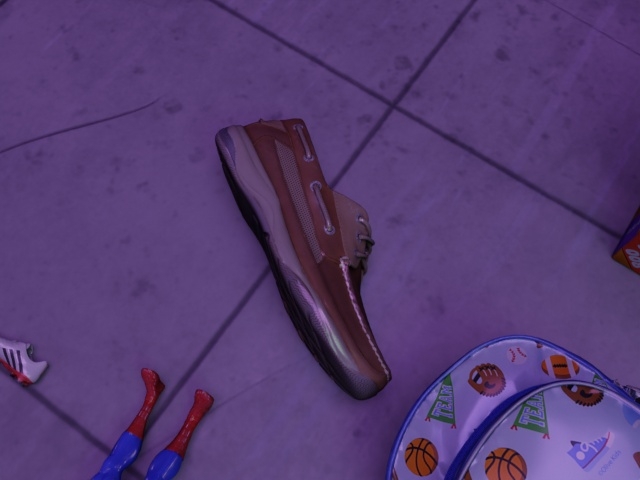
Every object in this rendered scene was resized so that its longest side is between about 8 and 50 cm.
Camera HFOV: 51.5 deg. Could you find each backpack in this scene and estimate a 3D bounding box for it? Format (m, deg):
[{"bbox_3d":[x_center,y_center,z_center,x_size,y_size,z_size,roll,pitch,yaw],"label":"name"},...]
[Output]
[{"bbox_3d":[0.185,0.217,0.553,0.263,0.213,0.276,37,75,24],"label":"backpack"}]

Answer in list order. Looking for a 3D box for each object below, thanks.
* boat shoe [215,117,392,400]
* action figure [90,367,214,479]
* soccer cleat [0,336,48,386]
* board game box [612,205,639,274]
[{"bbox_3d":[0.000,0.000,0.677,0.116,0.123,0.325,-23,72,-11],"label":"boat shoe"},{"bbox_3d":[-0.189,0.233,0.548,0.091,0.139,0.280,19,60,9],"label":"action figure"},{"bbox_3d":[-0.316,0.113,0.678,0.083,0.029,0.035,39,64,10],"label":"soccer cleat"},{"bbox_3d":[0.563,-0.085,0.585,0.356,0.356,0.357,33,72,12],"label":"board game box"}]
